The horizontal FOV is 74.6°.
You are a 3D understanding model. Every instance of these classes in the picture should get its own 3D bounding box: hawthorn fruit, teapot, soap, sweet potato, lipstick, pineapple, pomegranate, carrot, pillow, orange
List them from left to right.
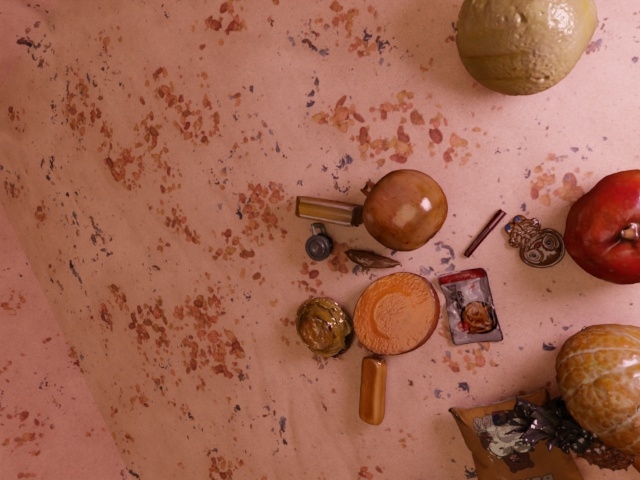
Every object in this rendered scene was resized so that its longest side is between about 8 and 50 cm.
[{"bbox_3d":[0.008,0.004,1.467,0.092,0.090,0.124,19,111,21],"label":"teapot"},{"bbox_3d":[0.021,-0.100,1.417,0.231,0.140,0.073,12,99,23],"label":"soap"},{"bbox_3d":[0.173,0.068,1.413,0.205,0.068,0.060,8,125,18],"label":"sweet potato"},{"bbox_3d":[0.255,0.242,1.392,0.258,0.100,0.307,43,105,16],"label":"carrot"},{"bbox_3d":[0.237,-0.100,1.269,0.270,0.229,0.252,42,111,20],"label":"pomegranate"},{"bbox_3d":[0.495,-0.019,1.271,0.027,0.027,0.177,40,113,15],"label":"lipstick"},{"bbox_3d":[0.586,0.623,1.263,0.310,0.119,0.313,-21,85,18],"label":"pillow"},{"bbox_3d":[0.659,0.498,1.123,0.364,0.165,0.166,20,108,-9],"label":"pineapple"},{"bbox_3d":[0.727,-0.027,0.996,0.287,0.330,0.287,5,98,37],"label":"hawthorn fruit"},{"bbox_3d":[0.760,0.355,1.035,0.329,0.329,0.249,36,132,17],"label":"orange"}]

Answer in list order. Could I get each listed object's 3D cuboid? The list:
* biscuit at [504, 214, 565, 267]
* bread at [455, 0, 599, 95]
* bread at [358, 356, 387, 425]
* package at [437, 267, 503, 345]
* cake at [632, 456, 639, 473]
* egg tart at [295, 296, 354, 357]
[{"bbox_3d":[0.617,0.004,1.215,0.175,0.026,0.124,44,112,13],"label":"biscuit"},{"bbox_3d":[0.498,-0.519,1.046,0.320,0.320,0.237,31,90,18],"label":"bread"},{"bbox_3d":[0.187,0.517,1.464,0.092,0.073,0.240,9,100,40],"label":"bread"},{"bbox_3d":[0.465,0.209,1.313,0.154,0.030,0.239,-14,92,28],"label":"package"},{"bbox_3d":[0.903,0.607,1.158,0.084,0.044,0.084,3,99,23],"label":"cake"},{"bbox_3d":[0.004,0.319,1.508,0.240,0.106,0.241,6,104,24],"label":"egg tart"}]
